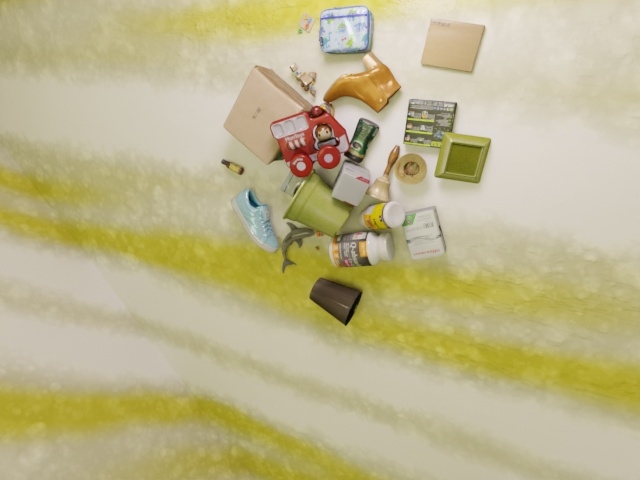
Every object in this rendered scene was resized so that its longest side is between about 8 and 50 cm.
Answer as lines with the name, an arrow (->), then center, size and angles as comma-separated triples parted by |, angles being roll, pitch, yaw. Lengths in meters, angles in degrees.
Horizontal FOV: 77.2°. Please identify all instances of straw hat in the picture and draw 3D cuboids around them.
straw hat -> 0.394, -0.311, 1.724 | 0.145, 0.061, 0.144 | 10, 111, 26

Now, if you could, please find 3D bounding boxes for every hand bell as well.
hand bell -> 0.295, -0.302, 1.765 | 0.126, 0.126, 0.241 | 26, 104, 14

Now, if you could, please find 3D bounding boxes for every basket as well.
basket -> 0.070, 0.296, 2.042 | 0.227, 0.154, 0.204 | 26, 115, 18

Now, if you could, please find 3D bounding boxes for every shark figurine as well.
shark figurine -> -0.168, 0.023, 2.071 | 0.166, 0.116, 0.278 | 38, 117, 9

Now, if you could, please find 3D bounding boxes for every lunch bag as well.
lunch bag -> 0.104, -0.862, 1.644 | 0.219, 0.090, 0.175 | 9, 109, 20

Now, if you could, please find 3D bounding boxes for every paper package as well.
paper package -> -0.238, -0.571, 1.856 | 0.309, 0.168, 0.324 | 42, 119, 6

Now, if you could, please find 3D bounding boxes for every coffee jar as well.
coffee jar -> 0.178, -0.438, 1.765 | 0.096, 0.079, 0.184 | 31, 117, 8

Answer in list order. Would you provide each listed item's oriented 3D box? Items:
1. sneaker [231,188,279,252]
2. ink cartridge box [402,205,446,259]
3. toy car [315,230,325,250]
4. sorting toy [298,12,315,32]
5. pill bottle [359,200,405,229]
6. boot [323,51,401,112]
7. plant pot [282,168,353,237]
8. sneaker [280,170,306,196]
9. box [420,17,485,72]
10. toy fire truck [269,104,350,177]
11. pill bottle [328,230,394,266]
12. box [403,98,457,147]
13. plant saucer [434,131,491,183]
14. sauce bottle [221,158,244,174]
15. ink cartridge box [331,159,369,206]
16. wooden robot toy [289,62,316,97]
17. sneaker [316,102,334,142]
sneaker -> -0.314, -0.106, 2.076 | 0.150, 0.135, 0.365 | -36, 92, 33
ink cartridge box -> 0.457, -0.032, 1.780 | 0.153, 0.087, 0.208 | -12, 102, 27
toy car -> 0.000, 0.000, 2.025 | 0.060, 0.040, 0.121 | 7, 110, 22
sorting toy -> -0.066, -0.931, 1.737 | 0.062, 0.012, 0.083 | 37, 119, 8
pill bottle -> 0.266, -0.107, 1.784 | 0.215, 0.117, 0.117 | -4, 110, 60
boot -> 0.172, -0.617, 1.690 | 0.295, 0.104, 0.211 | -35, 91, 26
plant pot -> 0.003, -0.152, 1.865 | 0.254, 0.276, 0.276 | 32, 119, -2
sneaker -> -0.098, -0.324, 1.937 | 0.091, 0.094, 0.258 | 32, 125, -6
box -> 0.503, -0.749, 1.540 | 0.201, 0.021, 0.164 | 18, 115, 17
toy fire truck -> -0.039, -0.430, 1.716 | 0.303, 0.169, 0.253 | -15, 116, 14
pill bottle -> 0.193, 0.041, 1.883 | 0.279, 0.162, 0.162 | -6, 105, 26
box -> 0.448, -0.480, 1.650 | 0.191, 0.045, 0.184 | 11, 115, 20
plant saucer -> 0.574, -0.328, 1.619 | 0.189, 0.045, 0.188 | 10, 113, 6
sauce bottle -> -0.462, -0.387, 2.094 | 0.128, 0.042, 0.042 | 30, 118, 10
ink cartridge box -> 0.136, -0.257, 1.779 | 0.128, 0.176, 0.127 | 23, 120, -6
wooden robot toy -> -0.056, -0.726, 1.791 | 0.079, 0.076, 0.173 | -40, 89, -5
sneaker -> 0.014, -0.503, 1.808 | 0.088, 0.093, 0.225 | 2, 110, 23
